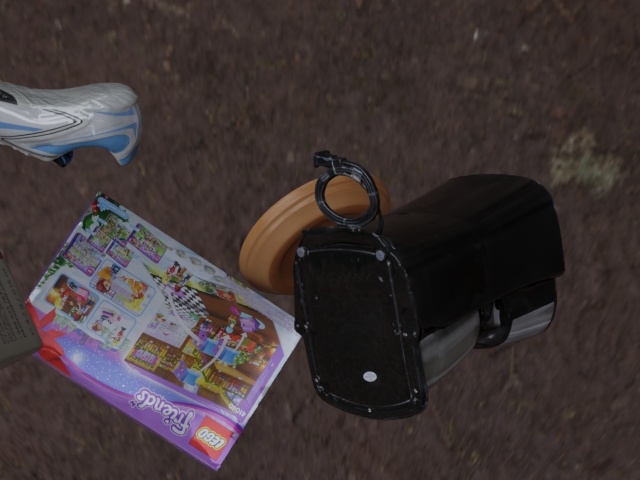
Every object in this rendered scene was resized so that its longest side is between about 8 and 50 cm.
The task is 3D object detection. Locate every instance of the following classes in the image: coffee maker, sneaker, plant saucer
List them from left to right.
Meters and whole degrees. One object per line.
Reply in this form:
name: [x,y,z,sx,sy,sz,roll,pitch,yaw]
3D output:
sneaker: [-0.289,-0.113,1.529,0.237,0.085,0.086,4,112,11]
plant saucer: [0.000,0.000,1.855,0.200,0.200,0.037,-28,59,-10]
coffee maker: [0.078,0.012,1.041,0.120,0.171,0.178,27,33,30]

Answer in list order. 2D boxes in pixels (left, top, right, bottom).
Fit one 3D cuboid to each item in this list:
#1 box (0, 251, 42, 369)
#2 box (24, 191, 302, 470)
box: [-0.301,0.057,0.987,0.149,0.232,0.126,-25,89,12]
box: [-0.191,0.106,1.829,0.293,0.057,0.201,34,77,-4]
